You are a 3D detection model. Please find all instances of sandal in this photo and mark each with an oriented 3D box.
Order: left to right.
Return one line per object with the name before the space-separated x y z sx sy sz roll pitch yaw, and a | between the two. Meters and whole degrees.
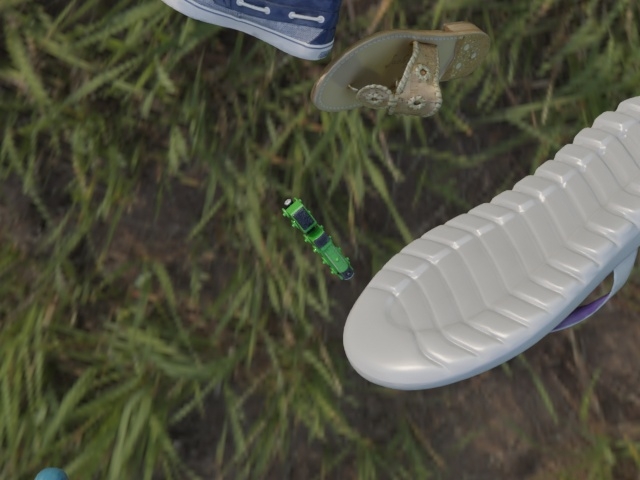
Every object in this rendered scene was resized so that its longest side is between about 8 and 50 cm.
sandal | 0.105 -0.165 1.740 0.079 0.240 0.088 41 132 30
sandal | 0.214 0.022 1.613 0.416 0.169 0.102 -35 136 -9

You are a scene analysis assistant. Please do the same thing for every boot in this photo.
boot | -0.067 -0.248 1.648 0.190 0.069 0.086 21 125 3

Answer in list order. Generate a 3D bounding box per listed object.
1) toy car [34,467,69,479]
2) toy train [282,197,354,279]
toy car | -0.148 0.217 1.064 0.136 0.159 0.182 -41 71 -17
toy train | 0.000 0.000 1.275 0.017 0.024 0.083 -42 122 -5
